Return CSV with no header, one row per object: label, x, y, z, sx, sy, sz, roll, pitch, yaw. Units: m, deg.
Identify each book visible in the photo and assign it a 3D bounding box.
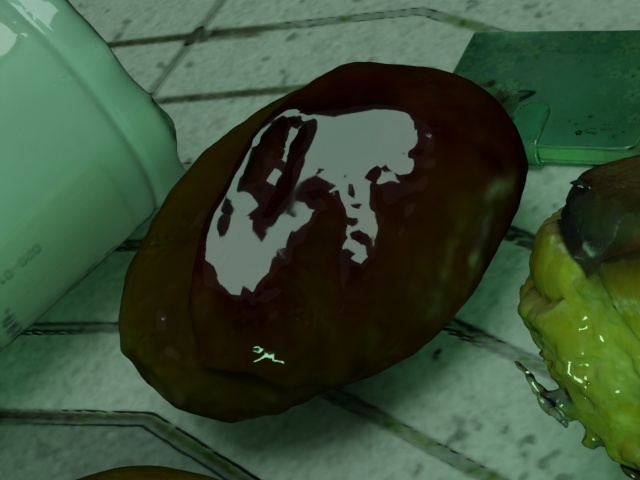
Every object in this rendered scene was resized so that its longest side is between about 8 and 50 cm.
book,0.131,-0.082,0.912,0.135,0.017,0.103,5,50,33

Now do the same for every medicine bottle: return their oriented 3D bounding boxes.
medicine bottle,-0.258,0.004,0.911,0.332,0.190,0.190,-42,43,-15

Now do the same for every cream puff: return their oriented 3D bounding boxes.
cream puff,0.175,0.031,0.679,0.189,0.129,0.189,-6,11,1

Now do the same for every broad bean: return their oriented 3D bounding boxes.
broad bean,0.002,0.002,0.823,0.228,0.122,0.156,-42,68,-6

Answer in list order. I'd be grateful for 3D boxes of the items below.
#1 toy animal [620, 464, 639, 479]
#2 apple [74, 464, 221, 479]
toy animal,0.130,0.193,0.601,0.224,0.066,0.230,-33,37,-12
apple,-0.070,0.173,0.657,0.147,0.163,0.146,35,115,35
